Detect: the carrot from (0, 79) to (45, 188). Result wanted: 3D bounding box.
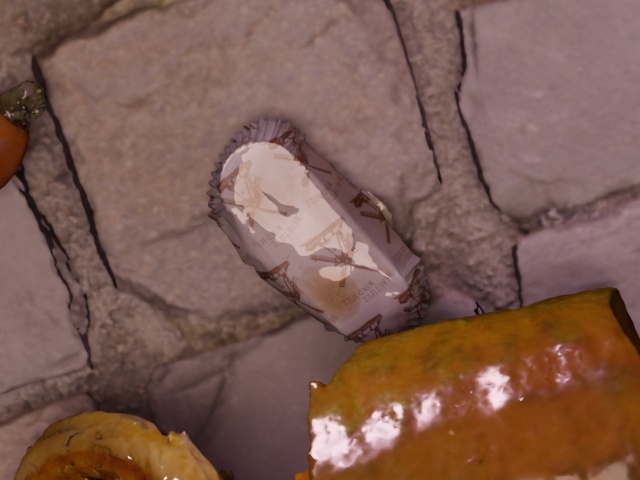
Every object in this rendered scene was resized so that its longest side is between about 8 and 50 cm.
[{"bbox_3d":[-0.316,-0.005,1.248,0.336,0.069,0.069,-40,99,17],"label":"carrot"}]

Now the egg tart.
[{"bbox_3d":[-0.124,0.258,1.240,0.290,0.115,0.290,2,93,45],"label":"egg tart"}]

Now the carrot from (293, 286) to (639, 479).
[{"bbox_3d":[0.113,0.170,1.165,0.340,0.241,0.241,-15,104,5],"label":"carrot"}]

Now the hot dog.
[{"bbox_3d":[0.000,0.000,1.225,0.192,0.053,0.099,44,106,-11],"label":"hot dog"}]
